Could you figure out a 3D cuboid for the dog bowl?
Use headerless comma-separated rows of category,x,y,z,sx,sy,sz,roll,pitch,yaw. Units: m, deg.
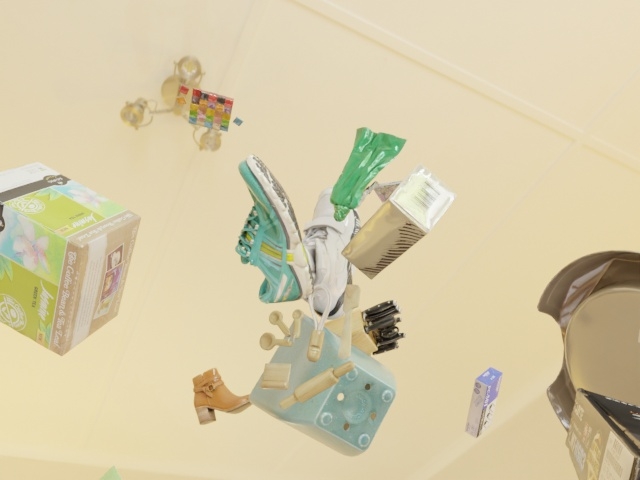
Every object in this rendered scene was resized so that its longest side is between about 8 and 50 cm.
dog bowl,0.449,0.174,0.665,0.102,0.348,0.348,-12,-45,-21

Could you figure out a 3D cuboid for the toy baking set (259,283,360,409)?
toy baking set,-0.021,0.192,0.958,0.256,0.196,0.030,-30,-31,16

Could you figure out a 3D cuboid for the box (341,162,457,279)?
box,0.143,-0.026,0.992,0.094,0.113,0.275,41,-25,3

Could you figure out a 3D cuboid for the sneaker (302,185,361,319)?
sneaker,0.000,0.000,1.270,0.138,0.365,0.210,-8,-25,27

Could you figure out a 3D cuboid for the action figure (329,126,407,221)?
action figure,0.088,-0.142,1.145,0.232,0.137,0.063,-59,-39,-14

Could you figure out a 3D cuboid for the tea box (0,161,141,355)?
tea box,-0.663,0.039,1.240,0.324,0.220,0.328,26,-64,6

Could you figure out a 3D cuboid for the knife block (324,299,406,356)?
knife block,0.090,0.253,1.417,0.276,0.088,0.242,13,-57,-12

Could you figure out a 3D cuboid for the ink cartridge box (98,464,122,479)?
ink cartridge box,-0.283,0.347,0.487,0.235,0.171,0.056,-48,-54,-18

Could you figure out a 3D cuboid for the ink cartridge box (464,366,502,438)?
ink cartridge box,0.511,0.508,1.587,0.097,0.046,0.207,-18,-60,-41

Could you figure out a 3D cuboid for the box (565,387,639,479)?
box,0.340,0.196,0.342,0.296,0.073,0.293,15,-1,23

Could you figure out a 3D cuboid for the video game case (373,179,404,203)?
video game case,0.194,-0.112,1.201,0.122,0.011,0.087,-5,-34,31

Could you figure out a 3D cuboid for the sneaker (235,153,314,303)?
sneaker,-0.085,-0.003,0.814,0.110,0.107,0.275,-16,-58,-4

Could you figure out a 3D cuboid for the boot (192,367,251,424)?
boot,-0.305,0.466,1.570,0.197,0.152,0.073,-19,-28,0

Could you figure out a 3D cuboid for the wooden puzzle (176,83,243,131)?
wooden puzzle,-0.135,-0.158,0.618,0.083,0.006,0.049,13,-44,-11

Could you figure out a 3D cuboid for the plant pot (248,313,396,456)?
plant pot,0.030,0.343,1.156,0.248,0.252,0.247,36,-104,-20
